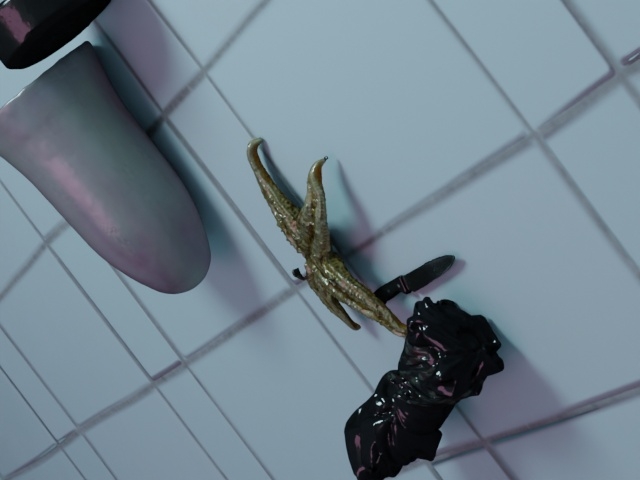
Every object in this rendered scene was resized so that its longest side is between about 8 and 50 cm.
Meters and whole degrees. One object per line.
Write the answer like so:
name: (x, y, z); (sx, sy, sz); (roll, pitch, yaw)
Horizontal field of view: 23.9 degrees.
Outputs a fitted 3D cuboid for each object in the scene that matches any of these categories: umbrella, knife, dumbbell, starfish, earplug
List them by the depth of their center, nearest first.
knife: (0.095, 0.040, 1.543); (0.023, 0.010, 0.170); (54, 150, -1)
umbrella: (0.100, 0.168, 1.566); (0.110, 0.122, 0.272); (26, 137, 1)
starfish: (-0.001, 0.001, 1.589); (0.247, 0.050, 0.138); (58, 153, -11)
dumbbell: (-0.339, -0.310, 1.625); (0.218, 0.152, 0.152); (53, 149, -2)
earplug: (-0.241, -0.061, 1.755); (0.301, 0.172, 0.172); (52, 149, -10)
